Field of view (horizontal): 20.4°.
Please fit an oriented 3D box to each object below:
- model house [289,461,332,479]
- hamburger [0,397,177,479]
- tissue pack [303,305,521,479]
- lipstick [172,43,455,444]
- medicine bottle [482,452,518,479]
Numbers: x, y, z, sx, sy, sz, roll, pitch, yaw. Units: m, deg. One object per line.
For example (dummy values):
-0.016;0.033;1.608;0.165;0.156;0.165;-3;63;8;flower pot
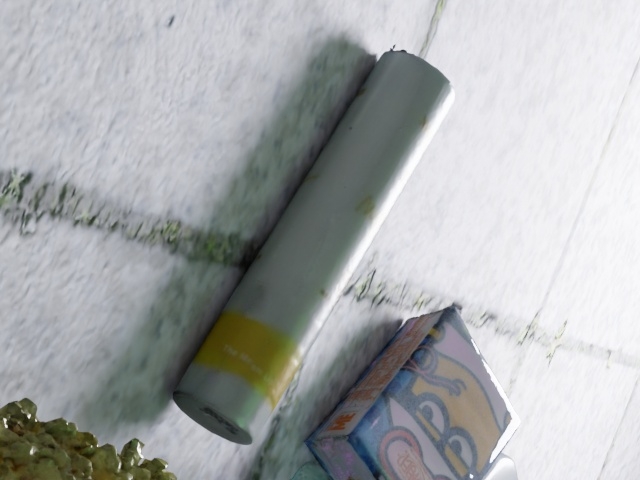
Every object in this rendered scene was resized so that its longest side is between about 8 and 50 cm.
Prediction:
-0.028;0.339;1.177;0.280;0.230;0.249;-50;175;-32;model house
-0.127;0.187;0.757;0.139;0.261;0.243;-45;-176;45;hamburger
0.070;0.140;1.306;0.155;0.065;0.115;-46;112;-40;tissue pack
0.000;0.000;1.089;0.264;0.059;0.059;-58;155;-20;lipstick
0.099;0.260;1.517;0.183;0.069;0.119;-49;152;-39;medicine bottle
